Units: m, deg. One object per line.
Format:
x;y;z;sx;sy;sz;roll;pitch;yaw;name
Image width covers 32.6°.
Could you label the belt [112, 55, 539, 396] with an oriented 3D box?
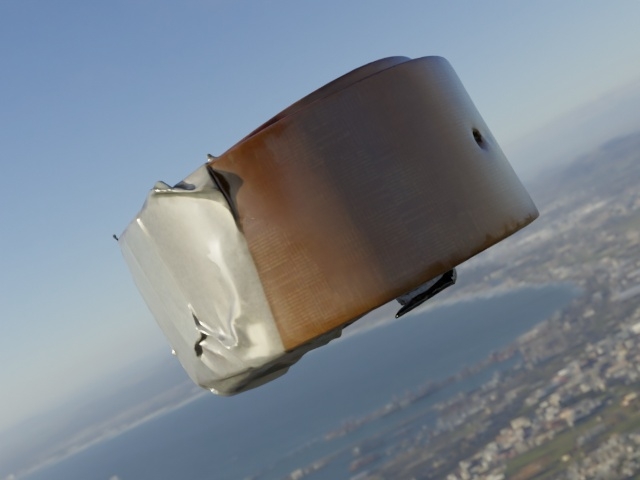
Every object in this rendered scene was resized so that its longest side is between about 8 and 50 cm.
0.000;0.000;0.550;0.184;0.105;0.261;-30;-3;-7;belt
